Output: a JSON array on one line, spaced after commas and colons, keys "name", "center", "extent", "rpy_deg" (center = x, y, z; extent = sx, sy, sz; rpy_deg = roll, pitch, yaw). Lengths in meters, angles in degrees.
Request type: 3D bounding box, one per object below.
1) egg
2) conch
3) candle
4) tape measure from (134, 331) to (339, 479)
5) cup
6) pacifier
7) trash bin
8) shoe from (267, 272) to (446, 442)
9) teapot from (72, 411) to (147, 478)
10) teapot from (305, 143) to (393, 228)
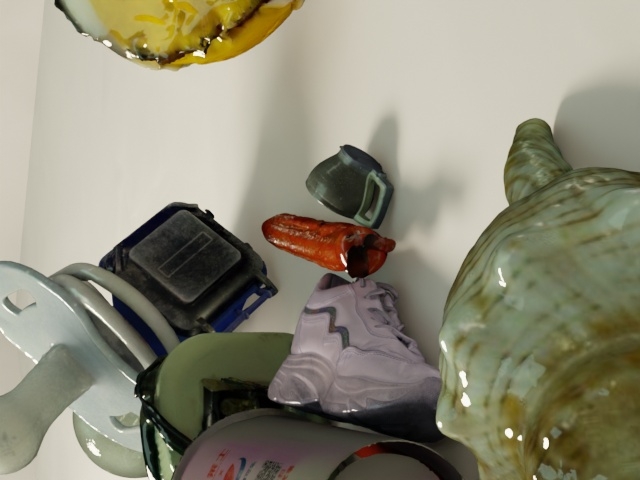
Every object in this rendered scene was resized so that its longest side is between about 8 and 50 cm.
[{"name": "egg", "center": [-0.120, -0.342, 1.055], "extent": [0.337, 0.201, 0.336], "rpy_deg": [3, 98, 24]}, {"name": "conch", "center": [0.163, 0.039, 0.520], "extent": [0.386, 0.170, 0.203], "rpy_deg": [-58, -40, -53]}, {"name": "candle", "center": [0.000, 0.000, 0.966], "extent": [0.329, 0.051, 0.048], "rpy_deg": [-163, 92, -73]}, {"name": "tape measure", "center": [-0.084, 0.211, 1.005], "extent": [0.115, 0.207, 0.235], "rpy_deg": [127, 139, -50]}, {"name": "cup", "center": [0.000, 0.234, 0.809], "extent": [0.288, 0.203, 0.202], "rpy_deg": [151, 116, -65]}, {"name": "pacifier", "center": [-0.303, 0.167, 1.113], "extent": [0.299, 0.233, 0.244], "rpy_deg": [50, 148, -14]}, {"name": "trash bin", "center": [-0.171, 0.089, 1.236], "extent": [0.184, 0.162, 0.234], "rpy_deg": [38, 145, 14]}, {"name": "shoe", "center": [0.043, 0.095, 0.857], "extent": [0.245, 0.095, 0.137], "rpy_deg": [-4, 70, 61]}, {"name": "teapot", "center": [-0.251, 0.227, 1.436], "extent": [0.251, 0.184, 0.183], "rpy_deg": [-52, 43, 40]}, {"name": "teapot", "center": [0.032, -0.052, 0.921], "extent": [0.088, 0.066, 0.057], "rpy_deg": [45, 117, 28]}]
